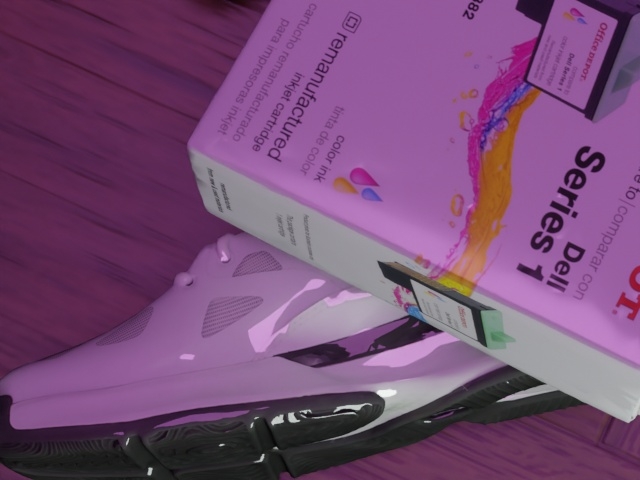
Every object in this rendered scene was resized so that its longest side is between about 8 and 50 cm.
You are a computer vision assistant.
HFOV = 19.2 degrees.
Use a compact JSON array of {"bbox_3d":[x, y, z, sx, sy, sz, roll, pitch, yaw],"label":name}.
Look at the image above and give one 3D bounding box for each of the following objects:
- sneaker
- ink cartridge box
[{"bbox_3d":[0.001,0.000,1.182,0.448,0.169,0.257,-12,72,1],"label":"sneaker"},{"bbox_3d":[0.099,-0.056,1.045,0.278,0.117,0.201,27,76,10],"label":"ink cartridge box"}]
